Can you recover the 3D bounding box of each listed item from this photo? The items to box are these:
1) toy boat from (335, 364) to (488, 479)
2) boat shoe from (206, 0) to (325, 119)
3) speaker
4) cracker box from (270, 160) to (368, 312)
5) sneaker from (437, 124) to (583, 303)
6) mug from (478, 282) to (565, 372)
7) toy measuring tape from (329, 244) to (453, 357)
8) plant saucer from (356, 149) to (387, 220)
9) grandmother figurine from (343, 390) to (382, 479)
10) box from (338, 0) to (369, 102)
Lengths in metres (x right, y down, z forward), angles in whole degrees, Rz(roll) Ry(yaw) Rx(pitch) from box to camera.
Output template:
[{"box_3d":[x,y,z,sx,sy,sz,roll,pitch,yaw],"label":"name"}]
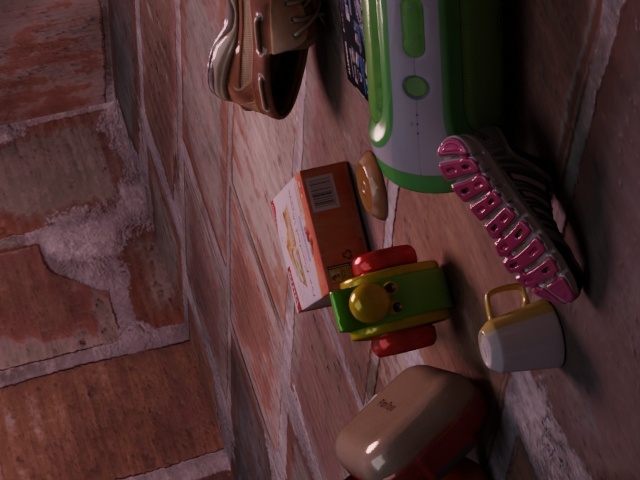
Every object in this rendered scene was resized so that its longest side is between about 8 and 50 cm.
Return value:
[{"box_3d":[0.117,0.225,1.991,0.151,0.151,0.231,49,172,-9],"label":"toy boat"},{"box_3d":[-0.045,-0.277,2.241,0.116,0.123,0.324,35,141,19],"label":"boat shoe"},{"box_3d":[0.095,-0.191,1.594,0.131,0.131,0.296,-119,20,-53],"label":"speaker"},{"box_3d":[0.000,0.000,2.392,0.232,0.067,0.155,137,120,-77],"label":"cracker box"},{"box_3d":[0.173,-0.028,1.578,0.170,0.075,0.063,54,147,4],"label":"sneaker"},{"box_3d":[0.172,0.084,1.679,0.078,0.064,0.062,-117,17,-51],"label":"mug"},{"box_3d":[0.092,0.065,2.034,0.330,0.121,0.121,13,-118,-78],"label":"toy measuring tape"},{"box_3d":[0.057,-0.062,2.184,0.083,0.015,0.083,166,90,-78],"label":"plant saucer"},{"box_3d":[0.079,0.334,2.105,0.104,0.208,0.342,-25,56,53],"label":"grandmother figurine"},{"box_3d":[0.062,-0.236,1.880,0.175,0.051,0.220,-126,25,-62],"label":"box"}]
